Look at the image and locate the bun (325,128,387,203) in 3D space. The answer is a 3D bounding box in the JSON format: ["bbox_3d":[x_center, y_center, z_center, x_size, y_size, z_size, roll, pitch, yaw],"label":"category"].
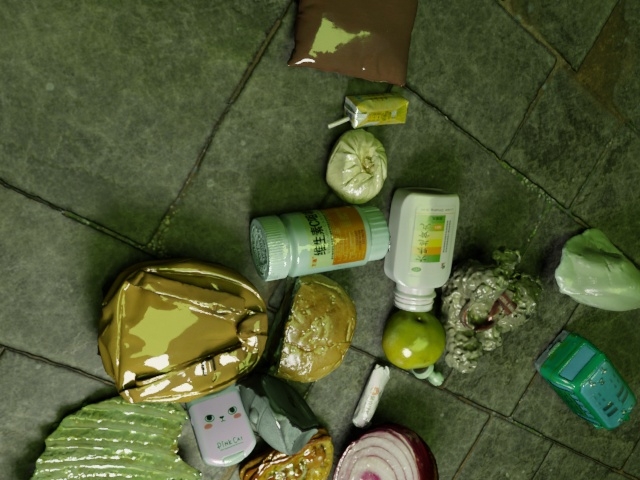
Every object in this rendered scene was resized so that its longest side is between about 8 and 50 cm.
[{"bbox_3d":[0.095,-0.181,1.525,0.164,0.111,0.188,10,104,-24],"label":"bun"}]

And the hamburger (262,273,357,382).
[{"bbox_3d":[-0.017,0.234,1.586,0.211,0.132,0.308,14,97,-23],"label":"hamburger"}]

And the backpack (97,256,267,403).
[{"bbox_3d":[-0.314,0.209,1.409,0.378,0.201,0.353,9,100,-23],"label":"backpack"}]

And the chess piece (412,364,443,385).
[{"bbox_3d":[0.323,0.392,1.819,0.067,0.067,0.103,-51,126,-3],"label":"chess piece"}]

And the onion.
[{"bbox_3d":[0.202,0.685,1.734,0.260,0.282,0.336,28,81,-56],"label":"onion"}]

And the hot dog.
[{"bbox_3d":[-0.080,0.618,1.675,0.272,0.122,0.196,-24,114,-14],"label":"hot dog"}]

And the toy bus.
[{"bbox_3d":[0.879,0.467,2.006,0.183,0.199,0.343,-48,119,-5],"label":"toy bus"}]

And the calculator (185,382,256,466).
[{"bbox_3d":[-0.252,0.431,1.515,0.141,0.045,0.246,-11,65,-26],"label":"calculator"}]

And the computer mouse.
[{"bbox_3d":[-0.110,0.431,1.504,0.114,0.203,0.374,-38,154,-1],"label":"computer mouse"}]

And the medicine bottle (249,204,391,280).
[{"bbox_3d":[0.000,0.000,1.509,0.318,0.158,0.158,-8,108,-22],"label":"medicine bottle"}]

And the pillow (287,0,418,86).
[{"bbox_3d":[0.085,-0.531,1.421,0.308,0.108,0.305,3,102,-24],"label":"pillow"}]

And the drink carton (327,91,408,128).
[{"bbox_3d":[0.111,-0.319,1.511,0.200,0.084,0.074,-10,131,-22],"label":"drink carton"}]

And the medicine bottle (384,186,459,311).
[{"bbox_3d":[0.268,0.024,1.655,0.179,0.124,0.323,0,106,-23],"label":"medicine bottle"}]

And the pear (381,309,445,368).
[{"bbox_3d":[0.250,0.290,1.715,0.180,0.166,0.216,-13,141,-30],"label":"pear"}]

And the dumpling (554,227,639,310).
[{"bbox_3d":[0.861,0.115,1.907,0.212,0.270,0.321,-43,144,17],"label":"dumpling"}]

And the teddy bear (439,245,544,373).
[{"bbox_3d":[0.516,0.177,1.762,0.368,0.224,0.357,-5,121,-25],"label":"teddy bear"}]

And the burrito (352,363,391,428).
[{"bbox_3d":[0.147,0.445,1.758,0.064,0.064,0.203,18,96,-27],"label":"burrito"}]

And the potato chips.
[{"bbox_3d":[-0.496,0.558,1.485,0.390,0.097,0.372,-14,110,-16],"label":"potato chips"}]
